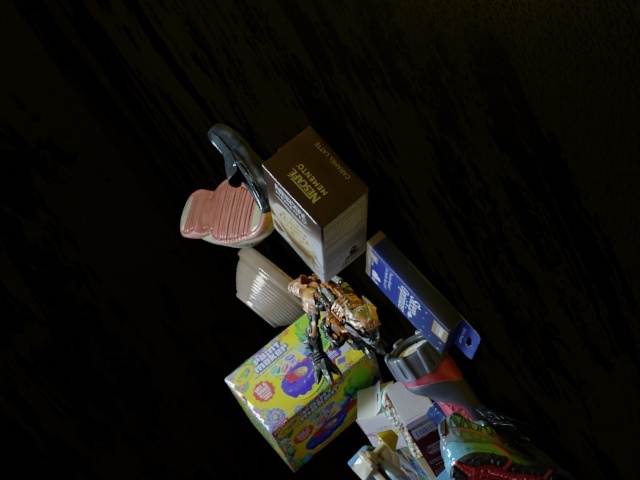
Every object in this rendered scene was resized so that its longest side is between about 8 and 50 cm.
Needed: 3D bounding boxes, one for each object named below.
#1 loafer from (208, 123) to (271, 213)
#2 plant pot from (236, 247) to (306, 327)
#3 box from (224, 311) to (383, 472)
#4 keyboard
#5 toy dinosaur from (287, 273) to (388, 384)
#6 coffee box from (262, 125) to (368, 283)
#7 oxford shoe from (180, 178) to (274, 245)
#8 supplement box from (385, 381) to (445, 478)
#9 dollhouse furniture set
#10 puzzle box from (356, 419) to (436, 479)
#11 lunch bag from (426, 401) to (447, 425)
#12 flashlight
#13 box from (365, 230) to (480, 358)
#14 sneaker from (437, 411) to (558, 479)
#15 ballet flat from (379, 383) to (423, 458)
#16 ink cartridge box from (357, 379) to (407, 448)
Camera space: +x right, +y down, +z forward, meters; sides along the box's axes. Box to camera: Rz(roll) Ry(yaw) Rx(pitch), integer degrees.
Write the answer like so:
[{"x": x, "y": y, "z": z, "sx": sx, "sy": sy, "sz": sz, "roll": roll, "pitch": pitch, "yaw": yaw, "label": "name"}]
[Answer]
[{"x": -0.147, "y": -0.137, "z": 1.837, "sx": 0.223, "sy": 0.078, "sz": 0.076, "roll": 45, "pitch": 166, "yaw": 26, "label": "loafer"}, {"x": -0.117, "y": 0.123, "z": 2.274, "sx": 0.237, "sy": 0.110, "sz": 0.237, "roll": 39, "pitch": 173, "yaw": 6, "label": "plant pot"}, {"x": -0.027, "y": 0.332, "z": 2.238, "sx": 0.177, "sy": 0.290, "sz": 0.279, "roll": 44, "pitch": 166, "yaw": 29, "label": "box"}, {"x": 0.326, "y": 0.306, "z": 1.551, "sx": 0.100, "sy": 0.038, "sz": 0.192, "roll": 32, "pitch": -178, "yaw": -41, "label": "keyboard"}, {"x": 0.032, "y": 0.140, "z": 1.940, "sx": 0.322, "sy": 0.164, "sz": 0.219, "roll": -113, "pitch": 6, "yaw": -65, "label": "toy dinosaur"}, {"x": -0.005, "y": -0.049, "z": 1.537, "sx": 0.141, "sy": 0.098, "sz": 0.246, "roll": 47, "pitch": 167, "yaw": 18, "label": "coffee box"}, {"x": -0.171, "y": -0.049, "z": 2.148, "sx": 0.146, "sy": 0.141, "sz": 0.397, "roll": 17, "pitch": 176, "yaw": -28, "label": "oxford shoe"}, {"x": 0.225, "y": 0.392, "z": 1.958, "sx": 0.239, "sy": 0.073, "sz": 0.130, "roll": 60, "pitch": -179, "yaw": -31, "label": "supplement box"}, {"x": 0.243, "y": 0.444, "z": 1.701, "sx": 0.286, "sy": 0.198, "sz": 0.303, "roll": 41, "pitch": 173, "yaw": 38, "label": "dollhouse furniture set"}, {"x": 0.224, "y": 0.553, "z": 2.519, "sx": 0.272, "sy": 0.052, "sz": 0.409, "roll": 54, "pitch": 167, "yaw": -15, "label": "puzzle box"}, {"x": 0.235, "y": 0.305, "z": 1.750, "sx": 0.065, "sy": 0.067, "sz": 0.098, "roll": 46, "pitch": 167, "yaw": 15, "label": "lunch bag"}, {"x": 0.226, "y": 0.295, "z": 1.653, "sx": 0.103, "sy": 0.103, "sz": 0.304, "roll": -24, "pitch": 103, "yaw": 37, "label": "flashlight"}, {"x": 0.155, "y": 0.096, "z": 1.532, "sx": 0.225, "sy": 0.036, "sz": 0.136, "roll": 46, "pitch": 166, "yaw": 17, "label": "box"}, {"x": 0.283, "y": 0.339, "z": 1.569, "sx": 0.262, "sy": 0.104, "sz": 0.125, "roll": 33, "pitch": -157, "yaw": -41, "label": "sneaker"}, {"x": 0.205, "y": 0.386, "z": 2.104, "sx": 0.077, "sy": 0.091, "sz": 0.241, "roll": 1, "pitch": 141, "yaw": 34, "label": "ballet flat"}, {"x": 0.141, "y": 0.387, "z": 2.188, "sx": 0.092, "sy": 0.089, "sz": 0.143, "roll": -90, "pitch": -24, "yaw": -51, "label": "ink cartridge box"}]
